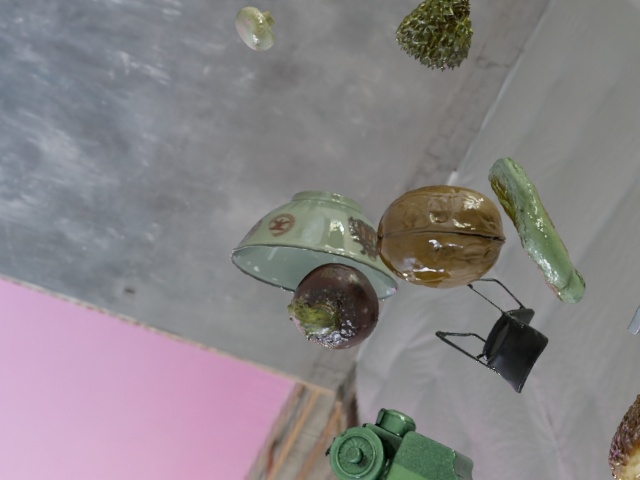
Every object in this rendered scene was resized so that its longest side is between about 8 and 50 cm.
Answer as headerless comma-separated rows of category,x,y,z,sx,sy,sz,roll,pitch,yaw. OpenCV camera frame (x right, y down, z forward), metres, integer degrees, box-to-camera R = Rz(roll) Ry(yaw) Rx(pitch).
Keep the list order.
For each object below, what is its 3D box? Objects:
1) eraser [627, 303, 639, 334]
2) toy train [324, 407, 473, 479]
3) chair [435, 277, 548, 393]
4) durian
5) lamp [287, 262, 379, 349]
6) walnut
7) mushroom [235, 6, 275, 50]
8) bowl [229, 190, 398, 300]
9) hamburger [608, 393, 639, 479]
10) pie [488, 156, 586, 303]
eraser,0.628,0.097,1.674,0.104,0.023,0.150,-26,142,-36
toy train,0.108,0.429,1.446,0.299,0.238,0.167,-66,152,-9
chair,0.365,0.187,1.784,0.221,0.145,0.140,37,-68,39
durian,0.204,-0.347,1.555,0.119,0.108,0.186,-25,165,-29
lamp,0.023,0.120,1.592,0.157,0.156,0.135,-60,167,17
walnut,0.193,-0.006,1.454,0.167,0.207,0.167,1,90,-79
mushroom,-0.112,-0.377,1.604,0.067,0.083,0.083,-34,-166,1
bowl,0.000,0.000,1.788,0.337,0.337,0.157,139,-35,-67
hamburger,0.676,0.375,1.690,0.291,0.225,0.291,-44,160,-21
pie,0.304,-0.015,1.282,0.054,0.240,0.240,-29,-157,11
